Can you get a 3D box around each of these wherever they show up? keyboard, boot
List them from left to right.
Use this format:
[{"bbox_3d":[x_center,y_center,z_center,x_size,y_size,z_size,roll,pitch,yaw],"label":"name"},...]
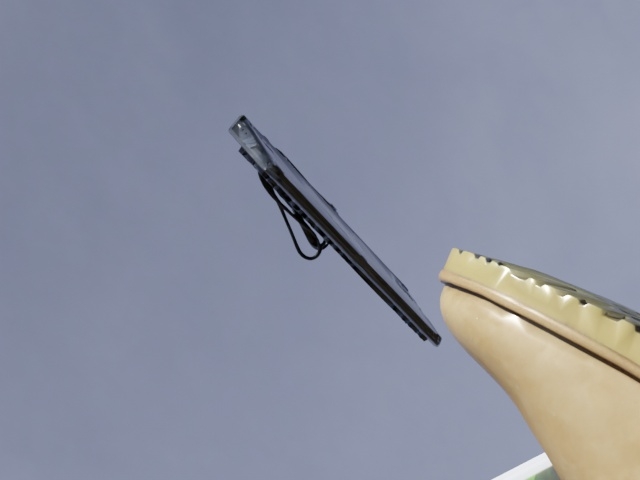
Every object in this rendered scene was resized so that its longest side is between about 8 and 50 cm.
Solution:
[{"bbox_3d":[0.000,0.000,1.255,0.038,0.100,0.192,-39,-55,5],"label":"keyboard"},{"bbox_3d":[0.089,0.160,0.831,0.089,0.236,0.270,20,-83,-46],"label":"boot"}]

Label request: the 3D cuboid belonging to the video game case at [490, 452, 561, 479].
[{"bbox_3d":[0.160,0.218,0.907,0.036,0.329,0.300,14,-118,-24],"label":"video game case"}]
